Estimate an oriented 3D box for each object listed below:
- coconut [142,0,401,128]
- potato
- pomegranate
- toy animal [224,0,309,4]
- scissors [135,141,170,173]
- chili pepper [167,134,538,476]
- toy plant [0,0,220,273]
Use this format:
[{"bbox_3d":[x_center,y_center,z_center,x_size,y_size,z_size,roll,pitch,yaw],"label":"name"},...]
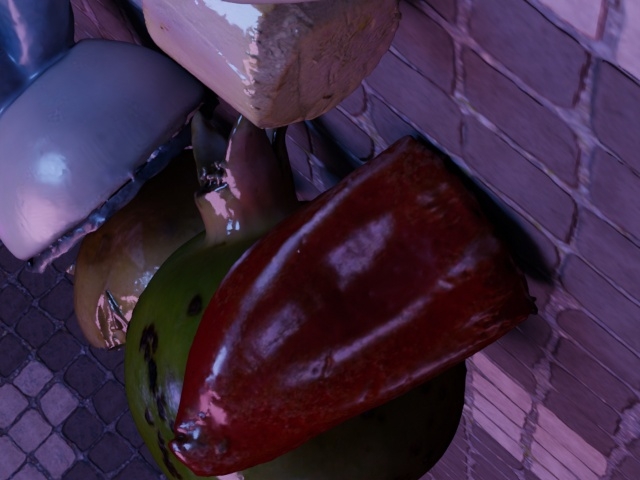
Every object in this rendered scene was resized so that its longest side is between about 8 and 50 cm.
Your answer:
[{"bbox_3d":[-0.030,-0.127,0.668,0.122,0.116,0.116,43,170,18],"label":"coconut"},{"bbox_3d":[-0.161,-0.007,1.315,0.116,0.239,0.299,48,178,-13],"label":"potato"},{"bbox_3d":[-0.040,0.070,1.038,0.323,0.291,0.291,56,166,-28],"label":"pomegranate"},{"bbox_3d":[-0.049,-0.202,0.354,0.308,0.266,0.188,4,-165,-12],"label":"toy animal"},{"bbox_3d":[-0.159,-0.056,1.481,0.393,0.032,0.180,38,130,-14],"label":"scissors"},{"bbox_3d":[0.000,0.050,0.874,0.136,0.253,0.144,48,167,45],"label":"chili pepper"},{"bbox_3d":[-0.277,-0.167,1.185,0.332,0.247,0.247,48,169,-12],"label":"toy plant"}]
